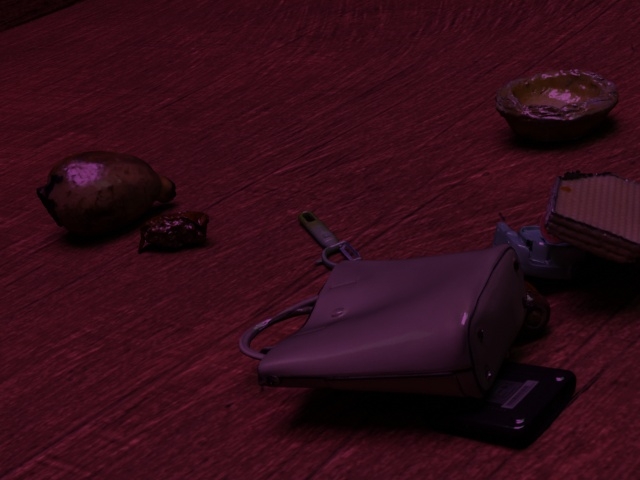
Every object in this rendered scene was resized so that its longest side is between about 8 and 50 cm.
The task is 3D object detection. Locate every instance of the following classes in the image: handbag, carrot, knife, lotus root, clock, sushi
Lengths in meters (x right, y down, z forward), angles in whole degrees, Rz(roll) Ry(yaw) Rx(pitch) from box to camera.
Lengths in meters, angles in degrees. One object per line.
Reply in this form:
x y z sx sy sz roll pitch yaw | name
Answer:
0.049 0.080 1.393 0.315 0.109 0.241 1 27 26 | handbag
0.218 0.064 1.501 0.055 0.055 0.161 -14 18 -7 | carrot
0.000 0.001 1.788 0.054 0.015 0.212 -23 26 -9 | knife
-0.324 -0.077 1.984 0.214 0.139 0.138 -12 20 -31 | lotus root
0.279 0.013 1.567 0.135 0.041 0.101 5 17 -12 | clock
-0.209 -0.015 1.867 0.120 0.052 0.055 -6 24 13 | sushi

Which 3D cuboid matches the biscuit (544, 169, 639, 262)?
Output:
0.374 -0.010 1.470 0.249 0.046 0.147 21 33 0 | biscuit

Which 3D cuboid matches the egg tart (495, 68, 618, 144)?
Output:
0.367 -0.203 2.014 0.197 0.078 0.197 -8 25 4 | egg tart

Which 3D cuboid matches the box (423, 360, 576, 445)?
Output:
0.181 0.159 1.321 0.125 0.027 0.126 7 28 36 | box

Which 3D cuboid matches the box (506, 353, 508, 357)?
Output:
0.102 0.115 1.457 0.198 0.029 0.109 -11 23 -2 | box

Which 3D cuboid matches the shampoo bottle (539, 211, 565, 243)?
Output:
0.343 -0.030 1.579 0.108 0.051 0.220 29 26 36 | shampoo bottle
